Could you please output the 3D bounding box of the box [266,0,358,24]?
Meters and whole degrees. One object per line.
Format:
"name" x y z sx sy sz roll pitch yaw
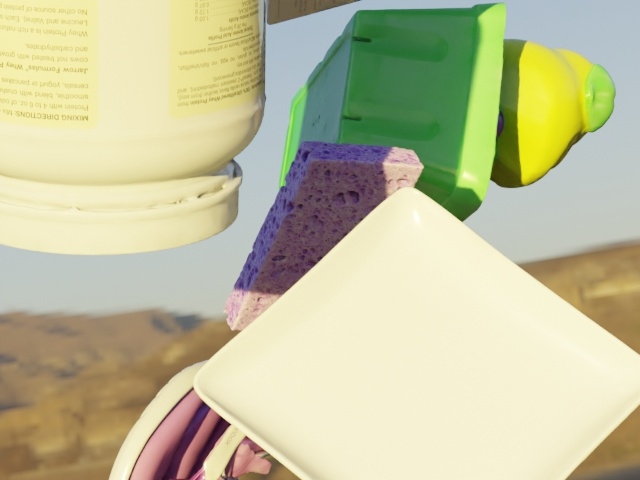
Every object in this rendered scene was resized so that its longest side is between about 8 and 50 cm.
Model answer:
"box" 0.018 -0.291 1.731 0.170 0.091 0.130 -17 -22 -10

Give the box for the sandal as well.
"sandal" -0.091 0.208 2.008 0.102 0.169 0.416 18 21 22

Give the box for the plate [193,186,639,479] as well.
"plate" 0.085 0.120 1.490 0.278 0.277 0.045 -42 -21 -27

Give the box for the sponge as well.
"sponge" 0.000 0.000 1.681 0.117 0.031 0.210 3 -49 -30

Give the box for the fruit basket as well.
"fruit basket" 0.164 -0.117 2.148 0.392 0.283 0.392 7 -19 2

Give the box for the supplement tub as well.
"supplement tub" -0.153 -0.174 1.263 0.235 0.325 0.235 1 18 0
